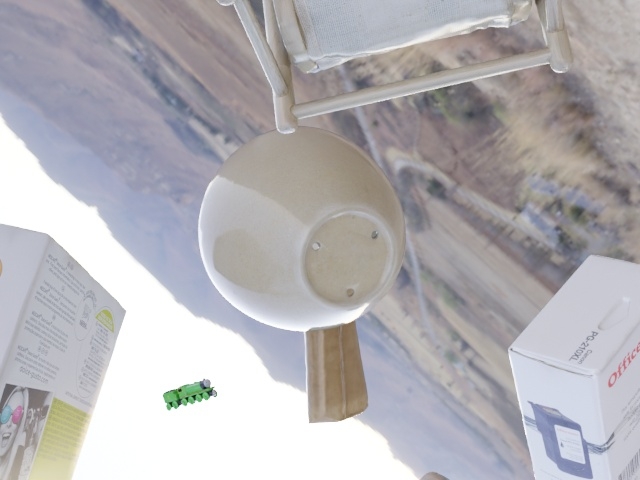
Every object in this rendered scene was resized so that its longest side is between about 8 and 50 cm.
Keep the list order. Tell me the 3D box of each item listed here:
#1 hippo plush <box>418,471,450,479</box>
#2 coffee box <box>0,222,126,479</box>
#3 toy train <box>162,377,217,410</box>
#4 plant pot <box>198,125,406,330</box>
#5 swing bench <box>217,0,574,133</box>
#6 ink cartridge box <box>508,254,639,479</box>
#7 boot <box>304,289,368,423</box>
[{"bbox_3d":[0.190,0.510,1.271,0.234,0.237,0.294,34,-178,20],"label":"hippo plush"},{"bbox_3d":[-0.499,0.162,1.108,0.337,0.335,0.338,12,162,8],"label":"coffee box"},{"bbox_3d":[-0.139,0.163,0.893,0.017,0.083,0.024,-13,-98,-49],"label":"toy train"},{"bbox_3d":[0.000,0.000,1.106,0.284,0.284,0.191,46,173,-24],"label":"plant pot"},{"bbox_3d":[0.058,-0.257,0.710,0.165,0.253,0.255,64,-161,-53],"label":"swing bench"},{"bbox_3d":[0.300,0.160,0.889,0.100,0.172,0.237,16,136,43],"label":"ink cartridge box"},{"bbox_3d":[-0.012,0.182,1.417,0.089,0.236,0.270,11,107,51],"label":"boot"}]
